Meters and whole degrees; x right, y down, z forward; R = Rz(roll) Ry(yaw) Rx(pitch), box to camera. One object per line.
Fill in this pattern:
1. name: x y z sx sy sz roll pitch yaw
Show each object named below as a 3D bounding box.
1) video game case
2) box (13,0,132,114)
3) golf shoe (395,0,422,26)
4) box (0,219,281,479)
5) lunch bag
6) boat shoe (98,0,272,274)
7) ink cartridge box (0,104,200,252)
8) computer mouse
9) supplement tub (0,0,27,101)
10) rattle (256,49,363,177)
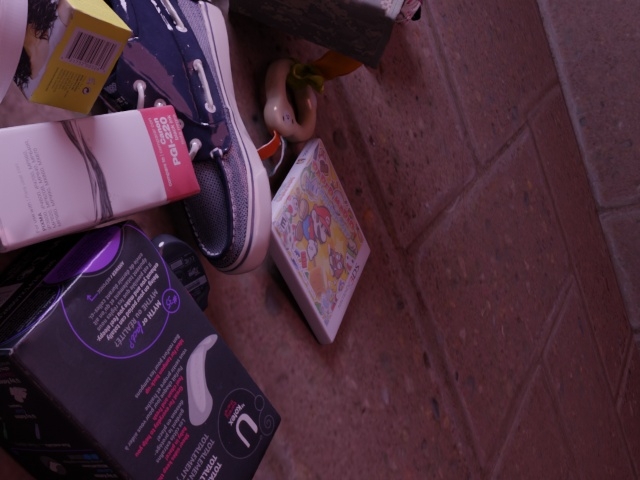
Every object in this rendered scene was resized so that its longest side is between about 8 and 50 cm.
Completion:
1. video game case: 0.000 0.000 1.048 0.227 0.026 0.206 63 35 -33
2. box: -0.252 -0.208 0.604 0.232 0.087 0.058 46 22 30
3. golf shoe: 0.144 -0.433 1.303 0.186 0.068 0.085 -35 110 -55
4. box: -0.183 0.139 0.653 0.270 0.143 0.165 59 40 -27
5. lunch bag: 0.028 -0.422 0.983 0.169 0.235 0.286 114 -3 -76
6. boat shoe: -0.169 -0.122 0.798 0.158 0.127 0.340 -4 75 -50
7. ink cartridge box: -0.239 -0.047 0.617 0.218 0.159 0.092 -29 106 -55
8. computer mouse: -0.151 0.107 0.816 0.071 0.041 0.241 -28 110 -46
9. supplement tub: -0.356 -0.171 0.456 0.272 0.191 0.191 6 75 -55
10. rattle: -0.012 -0.184 1.020 0.199 0.143 0.130 -74 162 -48
